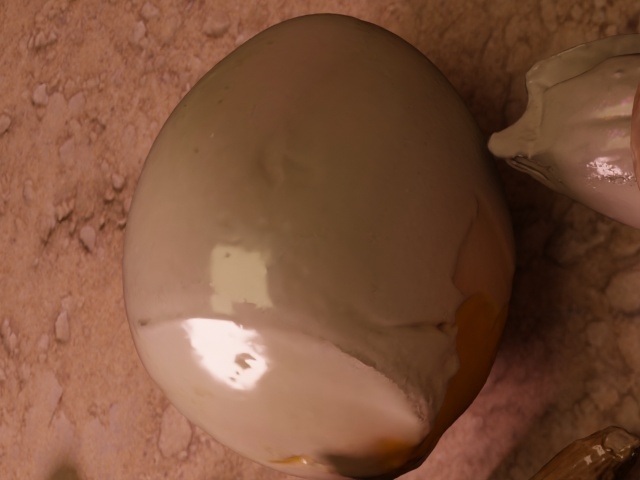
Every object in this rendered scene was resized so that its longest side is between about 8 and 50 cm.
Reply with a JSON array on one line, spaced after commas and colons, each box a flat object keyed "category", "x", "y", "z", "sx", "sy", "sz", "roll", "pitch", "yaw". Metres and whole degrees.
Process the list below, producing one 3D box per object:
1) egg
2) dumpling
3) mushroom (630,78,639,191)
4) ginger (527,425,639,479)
[{"category": "egg", "x": 0.000, "y": 0.000, "z": 1.140, "sx": 0.283, "sy": 0.283, "sz": 0.345, "roll": -20, "pitch": 55, "yaw": 42}, {"category": "dumpling", "x": 0.215, "y": -0.079, "z": 1.059, "sx": 0.199, "sy": 0.118, "sz": 0.136, "roll": 10, "pitch": 74, "yaw": 19}, {"category": "mushroom", "x": 0.293, "y": -0.074, "z": 0.878, "sx": 0.244, "sy": 0.244, "sz": 0.243, "roll": -10, "pitch": 75, "yaw": 44}, {"category": "ginger", "x": 0.087, "y": 0.240, "z": 1.043, "sx": 0.334, "sy": 0.148, "sz": 0.081, "roll": -41, "pitch": 45, "yaw": -19}]
